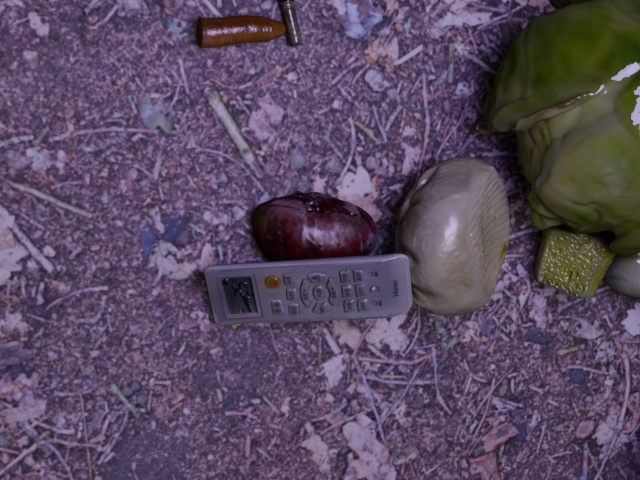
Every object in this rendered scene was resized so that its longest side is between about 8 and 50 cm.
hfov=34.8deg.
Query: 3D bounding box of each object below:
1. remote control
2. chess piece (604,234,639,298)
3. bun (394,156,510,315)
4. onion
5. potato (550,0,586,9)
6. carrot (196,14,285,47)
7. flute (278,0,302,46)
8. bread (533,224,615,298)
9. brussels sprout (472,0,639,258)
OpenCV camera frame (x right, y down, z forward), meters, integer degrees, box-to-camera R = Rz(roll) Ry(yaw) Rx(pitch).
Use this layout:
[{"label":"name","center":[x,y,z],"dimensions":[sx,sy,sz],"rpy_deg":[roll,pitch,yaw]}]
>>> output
[{"label":"remote control","center":[-0.017,0.069,1.579],"dimensions":[0.312,0.055,0.109],"rpy_deg":[-3,124,7]},{"label":"chess piece","center":[0.653,0.069,1.822],"dimensions":[0.330,0.182,0.182],"rpy_deg":[19,92,-15]},{"label":"bun","center":[0.200,-0.007,1.634],"dimensions":[0.159,0.259,0.259],"rpy_deg":[4,90,25]},{"label":"onion","center":[0.000,0.000,1.608],"dimensions":[0.205,0.098,0.151],"rpy_deg":[-3,98,-20]},{"label":"potato","center":[0.556,-0.525,1.614],"dimensions":[0.442,0.319,0.386],"rpy_deg":[23,90,-19]},{"label":"carrot","center":[-0.119,-0.320,1.546],"dimensions":[0.139,0.048,0.048],"rpy_deg":[-9,102,-20]},{"label":"flute","center":[-0.062,-0.412,1.559],"dimensions":[0.027,0.027,0.233],"rpy_deg":[-17,104,-16]},{"label":"bread","center":[0.438,0.029,1.761],"dimensions":[0.129,0.111,0.114],"rpy_deg":[23,102,23]},{"label":"brussels sprout","center":[0.491,-0.191,1.588],"dimensions":[0.425,0.361,0.343],"rpy_deg":[21,60,-25]}]
